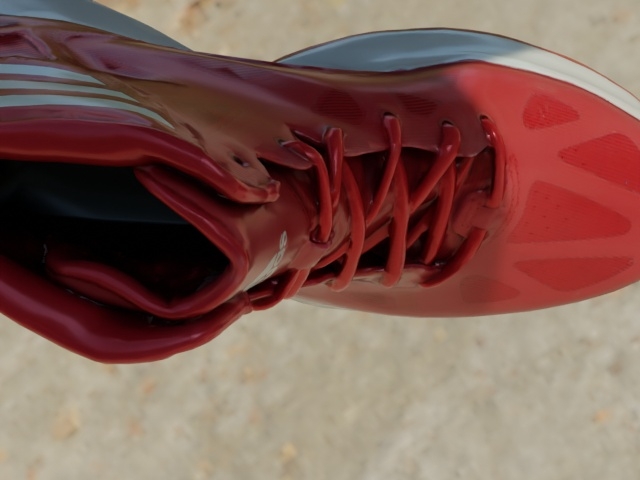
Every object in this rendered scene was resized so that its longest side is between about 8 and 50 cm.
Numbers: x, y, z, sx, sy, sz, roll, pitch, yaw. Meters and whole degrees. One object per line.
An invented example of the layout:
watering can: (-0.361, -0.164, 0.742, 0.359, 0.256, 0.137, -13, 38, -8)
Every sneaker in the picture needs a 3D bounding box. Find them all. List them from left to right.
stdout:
sneaker: (0.000, 0.000, 0.477, 0.221, 0.087, 0.128, 4, 22, -14)
